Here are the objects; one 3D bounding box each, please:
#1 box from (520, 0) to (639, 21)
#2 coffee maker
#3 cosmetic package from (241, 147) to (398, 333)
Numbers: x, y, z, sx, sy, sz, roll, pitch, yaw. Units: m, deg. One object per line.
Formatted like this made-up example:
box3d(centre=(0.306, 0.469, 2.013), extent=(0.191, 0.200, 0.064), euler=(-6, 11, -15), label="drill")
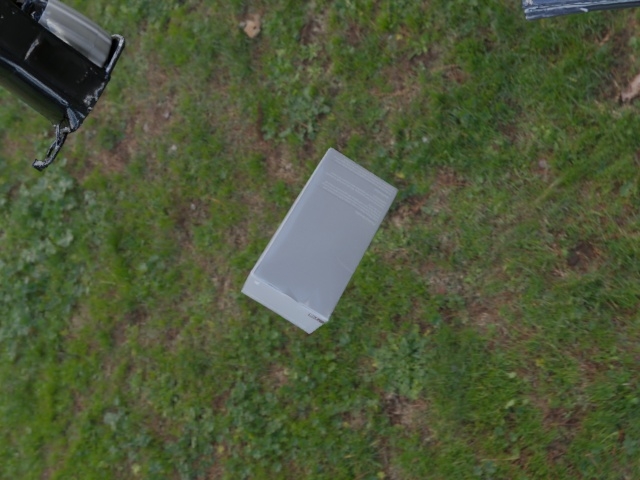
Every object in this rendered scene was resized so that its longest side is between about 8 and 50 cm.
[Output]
box3d(centre=(0.385, -0.412, 0.422), extent=(0.471, 0.297, 0.480), euler=(3, 111, 24), label="box")
box3d(centre=(-0.319, -0.197, 0.697), extent=(0.120, 0.178, 0.171), euler=(-20, 51, 37), label="coffee maker")
box3d(centre=(0.000, 0.000, 0.972), extent=(0.127, 0.107, 0.238), euler=(34, 68, -3), label="cosmetic package")
